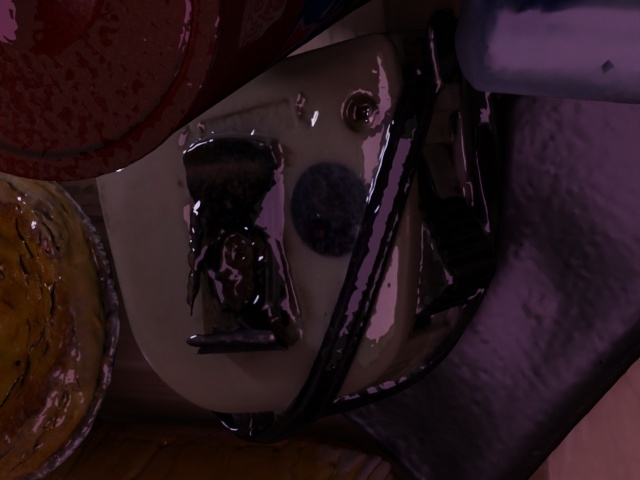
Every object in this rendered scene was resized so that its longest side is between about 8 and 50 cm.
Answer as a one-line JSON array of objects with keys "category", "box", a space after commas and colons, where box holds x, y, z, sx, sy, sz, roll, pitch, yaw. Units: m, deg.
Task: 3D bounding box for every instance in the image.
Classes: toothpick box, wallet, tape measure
[{"category": "toothpick box", "box": [-0.080, -0.177, 0.968, 0.204, 0.333, 0.204, 8, 113, 20]}, {"category": "wallet", "box": [0.131, 0.025, 1.126, 0.170, 0.044, 0.321, 42, 116, 10]}, {"category": "tape measure", "box": [0.000, 0.000, 1.091, 0.271, 0.133, 0.231, -14, 89, 30]}]

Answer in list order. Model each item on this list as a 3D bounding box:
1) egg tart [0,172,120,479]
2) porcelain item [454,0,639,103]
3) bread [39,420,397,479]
[{"category": "egg tart", "box": [-0.221, 0.058, 1.233, 0.234, 0.094, 0.234, -3, 85, 34]}, {"category": "porcelain item", "box": [0.155, -0.281, 0.922, 0.242, 0.178, 0.405, 5, 112, 18]}, {"category": "bread", "box": [-0.079, 0.207, 1.231, 0.288, 0.119, 0.152, 0, 128, 23]}]
